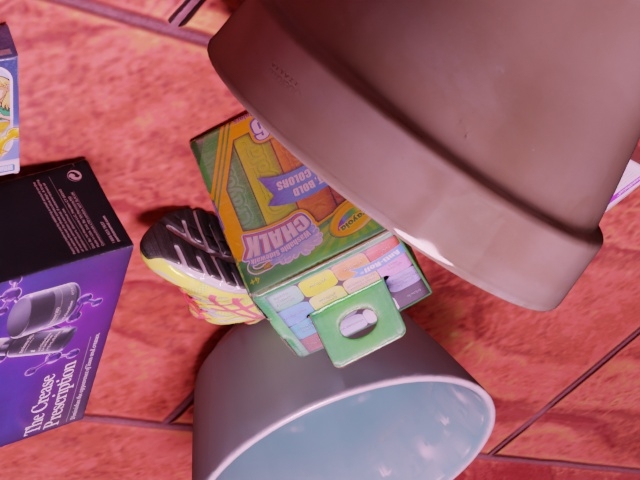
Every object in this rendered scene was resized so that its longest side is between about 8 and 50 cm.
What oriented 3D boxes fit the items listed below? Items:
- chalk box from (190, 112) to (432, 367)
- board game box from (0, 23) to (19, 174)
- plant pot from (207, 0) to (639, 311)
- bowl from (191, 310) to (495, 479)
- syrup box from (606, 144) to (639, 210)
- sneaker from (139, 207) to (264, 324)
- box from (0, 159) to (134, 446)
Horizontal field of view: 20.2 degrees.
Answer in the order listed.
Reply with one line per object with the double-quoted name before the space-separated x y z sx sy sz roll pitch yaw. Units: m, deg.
"chalk box" 0.000 0.000 1.481 0.132 0.213 0.132 -27 149 4
"board game box" -0.322 -0.084 1.311 0.201 0.035 0.136 -13 147 -17
"plant pot" 0.126 -0.156 1.291 0.323 0.323 0.280 20 111 -49
"bowl" -0.002 0.161 1.770 0.311 0.163 0.311 -18 148 -11
"syrup box" 0.185 -0.096 1.576 0.096 0.093 0.237 -39 146 22
"sneaker" -0.095 0.038 1.603 0.094 0.081 0.208 -37 147 24
"box" -0.276 0.070 1.486 0.184 0.103 0.261 -15 149 -28
